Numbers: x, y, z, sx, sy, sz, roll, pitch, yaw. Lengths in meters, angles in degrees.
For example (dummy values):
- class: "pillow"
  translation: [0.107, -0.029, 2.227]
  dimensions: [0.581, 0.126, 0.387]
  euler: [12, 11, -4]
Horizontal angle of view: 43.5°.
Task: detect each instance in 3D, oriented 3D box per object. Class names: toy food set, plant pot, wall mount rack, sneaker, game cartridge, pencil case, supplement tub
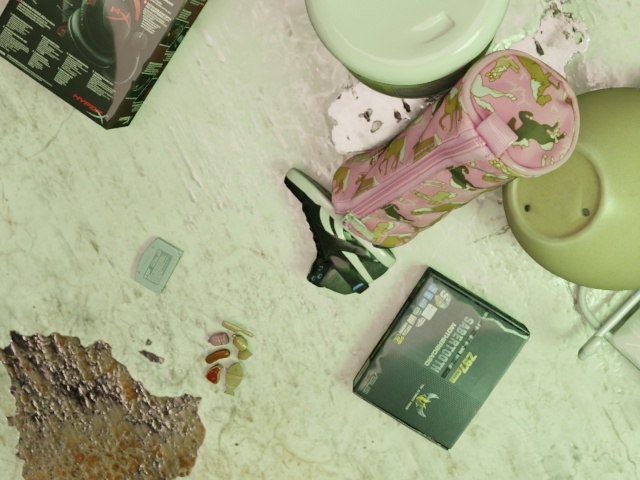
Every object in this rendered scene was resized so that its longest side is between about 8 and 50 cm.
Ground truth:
- class: "toy food set"
  translation: [-0.153, 0.188, 1.310]
  dimensions: [0.078, 0.019, 0.122]
  euler: [24, 110, 0]
- class: "plant pot"
  translation: [0.354, -0.066, 1.057]
  dimensions: [0.284, 0.191, 0.283]
  euler: [4, 96, 42]
- class: "wall mount rack"
  translation: [0.548, 0.126, 1.130]
  dimensions: [0.350, 0.130, 0.304]
  euler: [44, 99, 16]
- class: "sneaker"
  translation: [0.000, 0.000, 1.226]
  dimensions: [0.217, 0.079, 0.121]
  euler: [43, 100, -5]
- class: "game cartridge"
  translation: [-0.263, 0.039, 1.291]
  dimensions: [0.056, 0.017, 0.083]
  euler: [30, 102, -5]
- class: "pencil case"
  translation: [0.157, -0.104, 1.039]
  dimensions: [0.160, 0.386, 0.167]
  euler: [21, 67, -19]
- class: "supplement tub"
  translation: [0.115, -0.304, 1.022]
  dimensions: [0.236, 0.325, 0.235]
  euler: [1, 96, 8]

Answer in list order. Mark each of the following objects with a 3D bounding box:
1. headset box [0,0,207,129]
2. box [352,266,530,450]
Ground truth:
- class: "headset box"
  translation: [-0.309, -0.343, 1.171]
  dimensions: [0.218, 0.110, 0.293]
  euler: [34, 102, -2]
- class: "box"
  translation: [0.186, 0.185, 1.256]
  dimensions: [0.183, 0.059, 0.232]
  euler: [32, 102, -3]
